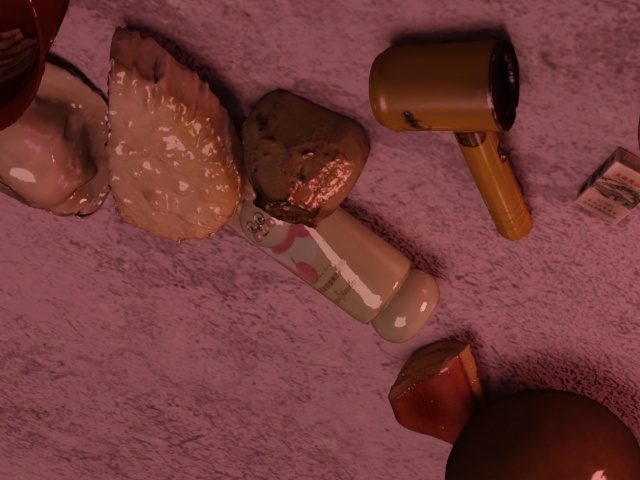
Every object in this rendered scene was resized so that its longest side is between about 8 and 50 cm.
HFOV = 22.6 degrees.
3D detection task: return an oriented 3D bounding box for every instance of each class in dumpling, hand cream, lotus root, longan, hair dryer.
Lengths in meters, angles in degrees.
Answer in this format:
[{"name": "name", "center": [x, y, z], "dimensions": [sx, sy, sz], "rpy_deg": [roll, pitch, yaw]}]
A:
[{"name": "dumpling", "center": [-0.329, -0.128, 1.837], "dimensions": [0.247, 0.142, 0.172], "rpy_deg": [33, 108, -23]}, {"name": "hand cream", "center": [0.000, 0.000, 1.859], "dimensions": [0.306, 0.093, 0.147], "rpy_deg": [37, 139, -2]}, {"name": "lotus root", "center": [-0.017, -0.086, 1.718], "dimensions": [0.143, 0.144, 0.070], "rpy_deg": [20, 136, -11]}, {"name": "longan", "center": [0.278, 0.303, 1.951], "dimensions": [0.258, 0.258, 0.258], "rpy_deg": [13, 141, 11]}, {"name": "hair dryer", "center": [0.155, -0.096, 1.670], "dimensions": [0.135, 0.090, 0.279], "rpy_deg": [-1, 143, 25]}]

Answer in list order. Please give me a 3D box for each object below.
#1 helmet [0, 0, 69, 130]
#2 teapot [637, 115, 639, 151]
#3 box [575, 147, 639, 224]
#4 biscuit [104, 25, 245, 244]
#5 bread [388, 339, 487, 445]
[{"name": "helmet", "center": [-0.384, -0.307, 1.549], "dimensions": [0.385, 0.230, 0.337], "rpy_deg": [44, 136, -13]}, {"name": "teapot", "center": [0.404, -0.081, 1.517], "dimensions": [0.204, 0.139, 0.298], "rpy_deg": [-4, 135, 26]}, {"name": "box", "center": [0.312, -0.056, 1.681], "dimensions": [0.054, 0.024, 0.083], "rpy_deg": [29, 141, -7]}, {"name": "biscuit", "center": [-0.165, -0.098, 1.788], "dimensions": [0.179, 0.084, 0.281], "rpy_deg": [20, 140, 19]}, {"name": "bread", "center": [0.148, 0.190, 2.015], "dimensions": [0.119, 0.067, 0.192], "rpy_deg": [-1, 138, 15]}]
